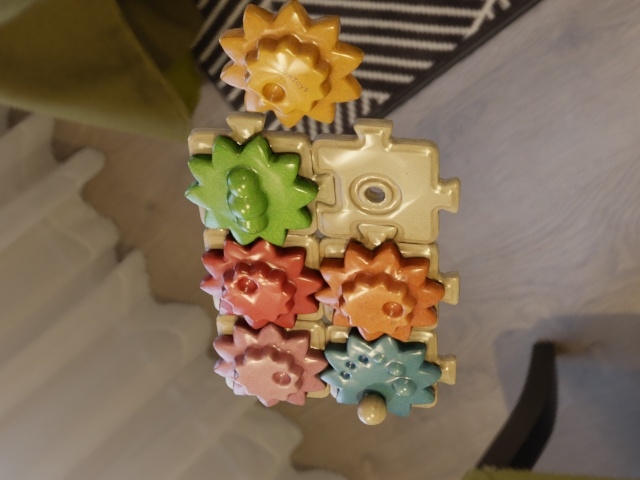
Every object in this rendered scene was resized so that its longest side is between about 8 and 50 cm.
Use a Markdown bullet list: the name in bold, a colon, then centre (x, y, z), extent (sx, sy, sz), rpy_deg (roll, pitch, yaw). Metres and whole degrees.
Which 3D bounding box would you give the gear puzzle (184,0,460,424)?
- **gear puzzle**: centre (0.000, 0.000, 0.782), extent (0.175, 0.044, 0.339), rpy_deg (4, 132, 10)
